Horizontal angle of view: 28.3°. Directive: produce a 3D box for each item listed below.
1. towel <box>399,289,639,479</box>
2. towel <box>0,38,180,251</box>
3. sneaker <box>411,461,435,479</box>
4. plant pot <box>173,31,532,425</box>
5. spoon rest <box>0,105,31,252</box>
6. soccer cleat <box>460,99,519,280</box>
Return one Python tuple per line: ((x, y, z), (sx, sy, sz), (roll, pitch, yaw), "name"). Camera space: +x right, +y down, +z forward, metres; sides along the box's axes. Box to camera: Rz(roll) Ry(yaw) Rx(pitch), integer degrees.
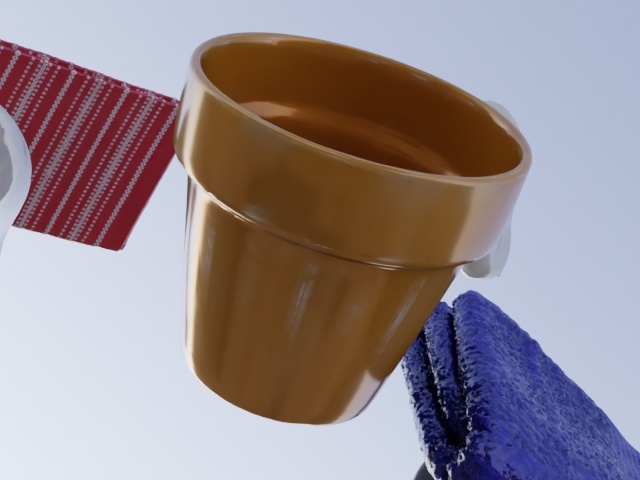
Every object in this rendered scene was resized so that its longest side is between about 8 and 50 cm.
((0.187, 0.171, 0.845), (0.308, 0.228, 0.076), (40, -76, -18), "towel")
((-0.279, -0.096, 1.296), (0.274, 0.031, 0.199), (17, -64, -35), "towel")
((0.083, 0.212, 0.985), (0.053, 0.152, 0.061), (44, -19, 30), "sneaker")
((0.000, 0.000, 0.768), (0.205, 0.205, 0.188), (23, -65, 12), "plant pot")
((-0.293, -0.011, 1.003), (0.137, 0.084, 0.276), (8, -55, 3), "spoon rest")
((0.153, -0.056, 1.171), (0.068, 0.196, 0.076), (-1, -31, 14), "soccer cleat")
